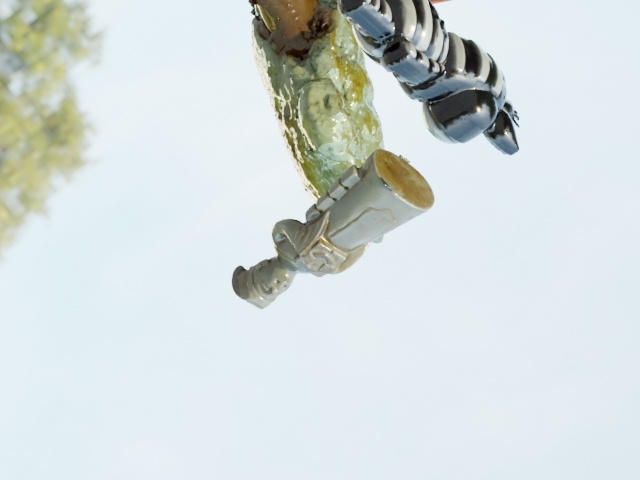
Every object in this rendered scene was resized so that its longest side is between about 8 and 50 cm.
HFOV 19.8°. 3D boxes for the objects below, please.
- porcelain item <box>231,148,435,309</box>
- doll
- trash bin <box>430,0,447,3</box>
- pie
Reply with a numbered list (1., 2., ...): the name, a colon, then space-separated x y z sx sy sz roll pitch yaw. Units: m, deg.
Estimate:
1. porcelain item: 0.000 0.000 1.626 0.213 0.084 0.054 -36 -147 33
2. doll: 0.081 -0.134 1.361 0.067 0.219 0.091 -31 -132 25
3. trash bin: 0.165 -0.432 2.389 0.184 0.161 0.238 -12 -127 7
4. pie: 0.005 -0.134 1.858 0.105 0.257 0.274 -19 -113 -1
